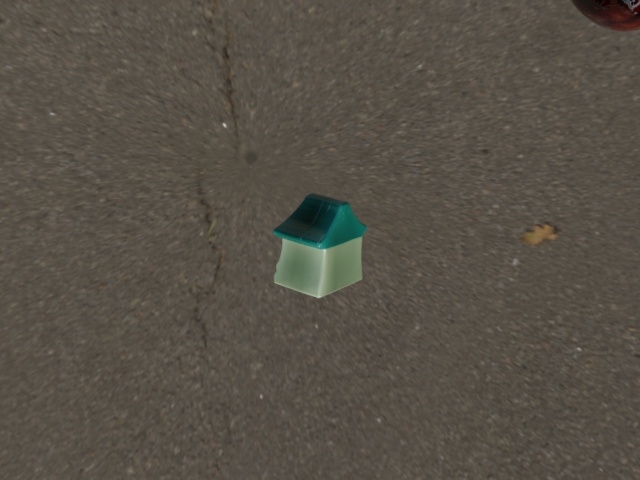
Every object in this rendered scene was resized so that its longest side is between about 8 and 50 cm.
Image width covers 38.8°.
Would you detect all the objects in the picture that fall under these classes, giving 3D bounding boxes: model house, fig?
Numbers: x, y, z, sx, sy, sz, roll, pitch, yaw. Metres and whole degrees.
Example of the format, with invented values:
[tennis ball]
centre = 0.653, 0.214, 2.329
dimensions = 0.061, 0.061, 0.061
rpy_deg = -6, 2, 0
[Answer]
[model house]
centre = 0.000, 0.000, 1.454
dimensions = 0.100, 0.127, 0.149
rpy_deg = 18, 114, 35
[fig]
centre = 0.442, -0.425, 1.408
dimensions = 0.204, 0.249, 0.186
rpy_deg = -57, 138, -24
